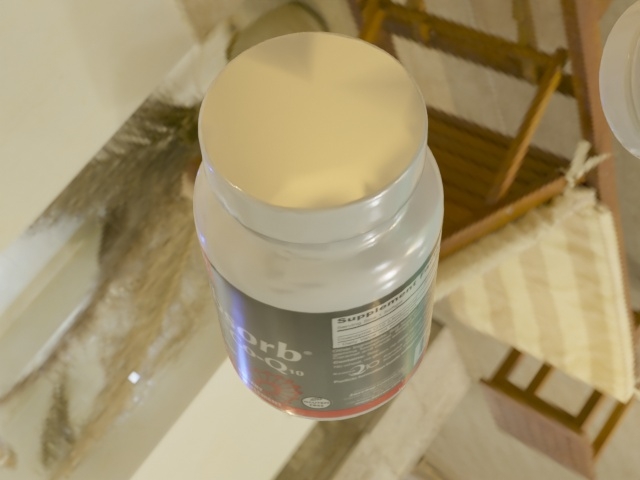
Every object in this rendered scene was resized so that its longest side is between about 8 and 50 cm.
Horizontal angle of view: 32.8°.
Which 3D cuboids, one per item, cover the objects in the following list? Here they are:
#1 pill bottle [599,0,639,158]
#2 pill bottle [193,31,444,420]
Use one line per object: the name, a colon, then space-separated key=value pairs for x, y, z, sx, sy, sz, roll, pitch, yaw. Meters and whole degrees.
pill bottle: x=0.426 y=-0.141 z=0.892 sx=0.229 sy=0.229 sz=0.408 roll=46 pitch=167 yaw=-21
pill bottle: x=0.000 y=0.000 z=0.956 sx=0.210 sy=0.210 sz=0.363 roll=32 pitch=155 yaw=20
